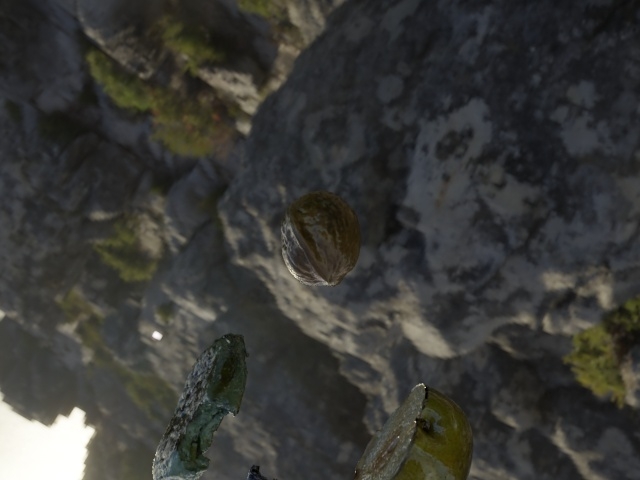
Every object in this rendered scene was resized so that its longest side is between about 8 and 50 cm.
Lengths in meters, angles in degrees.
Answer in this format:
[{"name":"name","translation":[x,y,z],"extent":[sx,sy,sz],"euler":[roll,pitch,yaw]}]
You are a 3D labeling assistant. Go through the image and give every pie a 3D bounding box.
[{"name":"pie","translation":[-0.202,0.288,1.810],"extent":[0.066,0.303,0.302],"euler":[28,156,-12]}]

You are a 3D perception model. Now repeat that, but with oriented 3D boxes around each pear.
[{"name":"pear","translation":[0.213,0.503,2.299],"extent":[0.191,0.340,0.386],"euler":[29,144,-2]}]

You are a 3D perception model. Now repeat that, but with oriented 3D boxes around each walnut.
[{"name":"walnut","translation":[0.000,0.000,1.262],"extent":[0.105,0.124,0.105],"euler":[-9,140,-7]}]

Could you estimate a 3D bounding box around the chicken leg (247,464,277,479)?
[{"name":"chicken leg","translation":[-0.072,0.581,2.324],"extent":[0.051,0.106,0.253],"euler":[0,-139,-50]}]
